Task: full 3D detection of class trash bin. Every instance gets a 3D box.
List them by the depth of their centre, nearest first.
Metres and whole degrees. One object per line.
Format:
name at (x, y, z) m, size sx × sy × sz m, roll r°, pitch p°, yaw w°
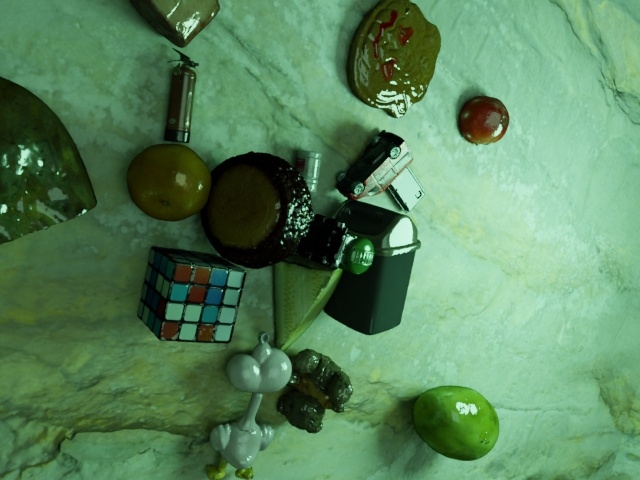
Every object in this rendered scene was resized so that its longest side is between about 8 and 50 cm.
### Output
trash bin at (0.114, 0.059, 1.360) m, size 0.182 × 0.209 × 0.291 m, roll -11°, pitch 113°, yaw -44°

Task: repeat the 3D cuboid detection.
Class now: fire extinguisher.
fire extinguisher at (-0.273, -0.281, 1.109) m, size 0.062 × 0.050 × 0.177 m, roll 8°, pitch 97°, yaw 3°

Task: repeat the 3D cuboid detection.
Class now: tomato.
tomato at (0.466, -0.330, 1.574) m, size 0.159 × 0.091 × 0.139 m, roll -3°, pitch 102°, yaw -32°

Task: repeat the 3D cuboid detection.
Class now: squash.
squash at (-0.019, 0.166, 1.336) m, size 0.093 × 0.169 × 0.252 m, roll -20°, pitch 115°, yaw -53°

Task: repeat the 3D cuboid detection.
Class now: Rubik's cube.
Rubik's cube at (-0.262, 0.108, 1.149) m, size 0.155 × 0.151 × 0.154 m, roll 11°, pitch 96°, yaw -35°

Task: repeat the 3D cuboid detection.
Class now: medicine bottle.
medicine bottle at (-0.032, -0.158, 1.295) m, size 0.058 × 0.058 × 0.091 m, roll 1°, pitch 101°, yaw -35°

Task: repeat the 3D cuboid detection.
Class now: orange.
orange at (-0.285, -0.114, 1.085) m, size 0.159 × 0.159 × 0.136 m, roll 40°, pitch 35°, yaw -34°

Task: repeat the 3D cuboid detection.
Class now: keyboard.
keyboard at (0.194, -0.174, 1.467) m, size 0.094 × 0.025 × 0.230 m, roll -48°, pitch 123°, yaw -13°

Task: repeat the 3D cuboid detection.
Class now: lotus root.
lotus root at (-0.521, -0.139, 0.916) m, size 0.267 × 0.149 × 0.260 m, roll -23°, pitch 114°, yaw -31°

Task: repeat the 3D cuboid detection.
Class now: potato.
potato at (0.398, 0.532, 1.677) m, size 0.304 × 0.216 × 0.216 m, roll 31°, pitch 84°, yaw -26°

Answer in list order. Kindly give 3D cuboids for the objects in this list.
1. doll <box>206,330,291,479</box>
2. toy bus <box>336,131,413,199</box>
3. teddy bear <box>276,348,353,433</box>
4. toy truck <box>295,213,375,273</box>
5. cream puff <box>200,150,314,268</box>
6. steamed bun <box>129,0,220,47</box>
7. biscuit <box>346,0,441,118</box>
doll at (-0.165, 0.388, 1.322) m, size 0.160 × 0.094 × 0.366 m, roll 11°, pitch 94°, yaw -27°
toy bus at (0.129, -0.168, 1.376) m, size 0.195 × 0.081 × 0.089 m, roll -45°, pitch 132°, yaw -3°
teddy bear at (-0.019, 0.377, 1.406) m, size 0.177 × 0.140 × 0.190 m, roll 33°, pitch 92°, yaw 6°
toy truck at (0.000, 0.000, 1.247) m, size 0.125 × 0.242 × 0.101 m, roll 22°, pitch 89°, yaw -48°
cream puff at (-0.125, -0.060, 1.164) m, size 0.165 × 0.239 × 0.239 m, roll 2°, pitch 102°, yaw -66°
steamed bun at (-0.271, -0.454, 1.036) m, size 0.145 × 0.106 × 0.175 m, roll -57°, pitch 139°, yaw -16°
biscuit at (0.182, -0.442, 1.380) m, size 0.257 × 0.049 × 0.273 m, roll 27°, pitch 87°, yaw -36°
